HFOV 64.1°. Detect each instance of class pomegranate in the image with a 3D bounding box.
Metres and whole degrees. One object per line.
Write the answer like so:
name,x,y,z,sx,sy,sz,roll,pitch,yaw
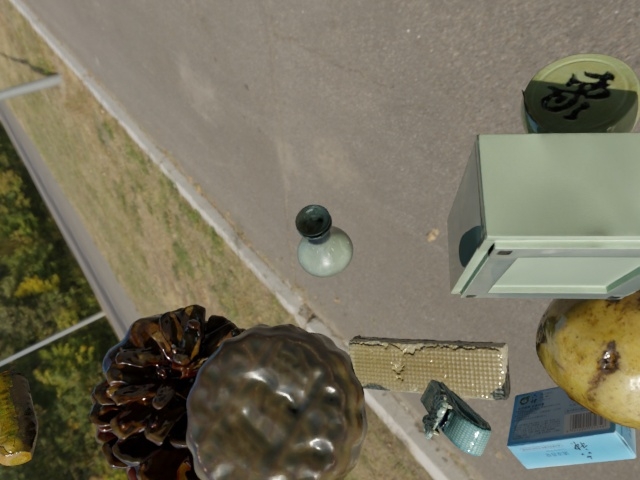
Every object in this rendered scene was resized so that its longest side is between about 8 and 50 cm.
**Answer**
pomegranate,0.531,0.189,0.893,0.281,0.281,0.281,42,147,36

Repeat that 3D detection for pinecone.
pinecone,-0.280,0.330,1.093,0.397,0.397,0.398,42,147,36

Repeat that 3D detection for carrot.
carrot,-0.600,0.347,0.999,0.082,0.082,0.173,99,149,-50

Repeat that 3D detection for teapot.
teapot,0.000,0.000,1.584,0.183,0.183,0.251,47,170,29

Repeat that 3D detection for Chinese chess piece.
Chinese chess piece,0.337,-0.177,0.668,0.144,0.144,0.058,42,177,36

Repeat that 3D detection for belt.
belt,0.190,0.264,0.796,0.099,0.065,0.179,25,180,-7

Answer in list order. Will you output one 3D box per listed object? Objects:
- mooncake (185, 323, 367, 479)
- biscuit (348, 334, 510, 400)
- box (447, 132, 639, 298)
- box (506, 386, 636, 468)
mooncake,-0.066,0.273,0.814,0.290,0.290,0.161,53,177,19
biscuit,0.266,0.323,1.328,0.425,0.078,0.144,-6,90,31
box,0.275,-0.011,0.583,0.225,0.224,0.118,75,-163,-69
box,0.517,0.380,1.064,0.083,0.143,0.232,47,133,-11
